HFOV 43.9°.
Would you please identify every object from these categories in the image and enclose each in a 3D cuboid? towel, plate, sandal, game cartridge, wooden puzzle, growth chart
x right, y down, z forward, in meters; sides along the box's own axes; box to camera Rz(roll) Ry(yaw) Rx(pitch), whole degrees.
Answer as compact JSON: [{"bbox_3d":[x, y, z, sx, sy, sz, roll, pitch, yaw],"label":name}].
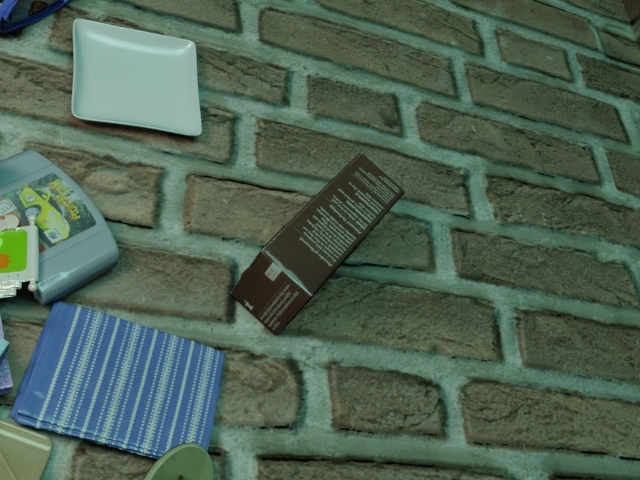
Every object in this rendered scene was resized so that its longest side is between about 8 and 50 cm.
[{"bbox_3d":[-0.345,0.256,1.406,0.336,0.040,0.243,20,49,-17],"label":"towel"},{"bbox_3d":[-0.406,-0.349,1.747,0.277,0.045,0.278,6,58,-25],"label":"plate"},{"bbox_3d":[-0.264,0.460,1.270,0.120,0.086,0.303,46,52,-11],"label":"sandal"},{"bbox_3d":[-0.520,-0.037,1.477,0.294,0.060,0.196,47,47,10],"label":"game cartridge"},{"bbox_3d":[-0.543,0.359,1.194,0.221,0.044,0.238,24,28,-12],"label":"wooden puzzle"},{"bbox_3d":[-0.598,0.036,1.358,0.237,0.021,0.172,-10,66,-21],"label":"growth chart"}]

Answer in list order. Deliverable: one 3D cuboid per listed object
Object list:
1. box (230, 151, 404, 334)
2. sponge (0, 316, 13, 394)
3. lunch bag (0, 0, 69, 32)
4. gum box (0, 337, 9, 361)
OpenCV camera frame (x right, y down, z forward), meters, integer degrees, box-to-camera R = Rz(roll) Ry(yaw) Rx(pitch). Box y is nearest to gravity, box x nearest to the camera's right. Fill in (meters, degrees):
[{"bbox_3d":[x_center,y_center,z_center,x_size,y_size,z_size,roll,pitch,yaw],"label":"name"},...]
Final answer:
[{"bbox_3d":[0.000,0.000,1.644,0.143,0.191,0.381,43,51,3],"label":"box"},{"bbox_3d":[-0.589,0.166,1.320,0.117,0.031,0.210,-5,56,-30],"label":"sponge"},{"bbox_3d":[-0.665,-0.663,1.700,0.328,0.239,0.385,41,67,1],"label":"lunch bag"},{"bbox_3d":[-0.603,0.203,1.227,0.157,0.041,0.184,28,51,-7],"label":"gum box"}]
